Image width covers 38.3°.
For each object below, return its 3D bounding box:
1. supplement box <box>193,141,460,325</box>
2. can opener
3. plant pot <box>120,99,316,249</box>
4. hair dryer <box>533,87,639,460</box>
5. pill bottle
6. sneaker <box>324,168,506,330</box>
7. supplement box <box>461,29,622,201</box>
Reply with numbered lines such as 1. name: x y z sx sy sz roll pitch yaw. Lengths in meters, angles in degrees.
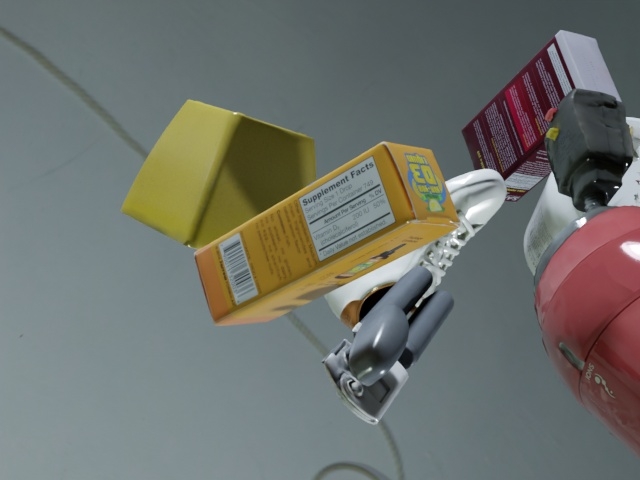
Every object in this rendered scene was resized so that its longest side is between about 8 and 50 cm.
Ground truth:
1. supplement box: 0.000 0.000 0.799 0.078 0.233 0.080 2 67 -54
2. can opener: 0.088 0.089 0.942 0.076 0.095 0.283 48 30 1
3. plant pot: -0.125 -0.086 1.317 0.212 0.212 0.187 14 96 -40
4. hair dryer: 0.190 0.018 0.328 0.223 0.080 0.293 3 42 12
5. pill bottle: 0.295 -0.030 0.964 0.131 0.229 0.131 -1 69 2
6. sneaker: 0.145 0.027 1.234 0.290 0.123 0.106 -38 138 6
7. supplement box: 0.313 -0.172 1.331 0.073 0.239 0.130 6 58 -30
